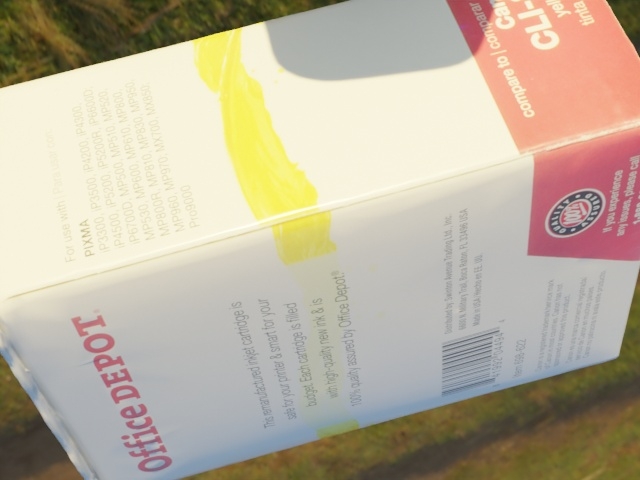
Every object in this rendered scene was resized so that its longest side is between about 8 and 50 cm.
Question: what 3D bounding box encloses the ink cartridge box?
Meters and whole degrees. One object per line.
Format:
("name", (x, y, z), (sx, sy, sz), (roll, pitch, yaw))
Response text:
("ink cartridge box", (0.000, 0.000, 0.773), (0.385, 0.160, 0.279), (-15, 147, -5))
